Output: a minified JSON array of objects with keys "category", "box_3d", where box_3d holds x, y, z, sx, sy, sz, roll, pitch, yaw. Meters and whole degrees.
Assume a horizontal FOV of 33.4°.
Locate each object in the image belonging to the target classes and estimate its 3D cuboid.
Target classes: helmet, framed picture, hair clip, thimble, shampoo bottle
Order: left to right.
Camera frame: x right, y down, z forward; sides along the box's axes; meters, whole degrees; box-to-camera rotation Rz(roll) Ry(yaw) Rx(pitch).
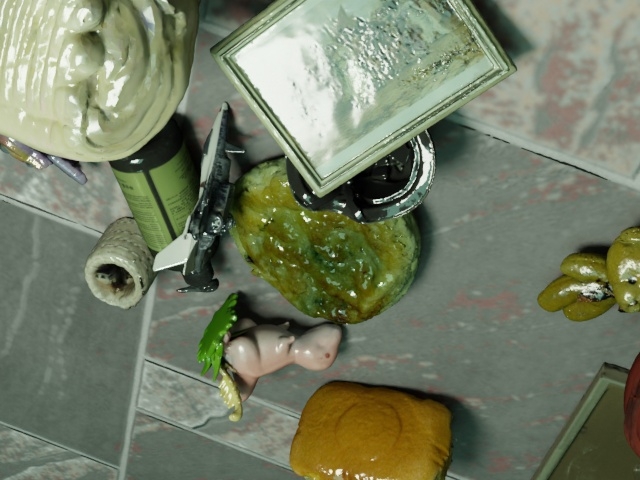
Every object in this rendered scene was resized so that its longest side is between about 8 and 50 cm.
[{"category":"hair clip","box_3d":[-0.422,-0.172,1.408,0.137,0.090,0.278,23,149,56]},{"category":"thimble","box_3d":[-0.284,0.034,1.550,0.102,0.090,0.115,14,136,9]},{"category":"shampoo bottle","box_3d":[-0.197,-0.033,1.439,0.101,0.101,0.284,1,134,21]},{"category":"framed picture","box_3d":[0.042,-0.194,1.152,0.274,0.017,0.217,-34,103,22]},{"category":"helmet","box_3d":[0.050,-0.107,1.256,0.177,0.107,0.153,11,112,5]},{"category":"framed picture","box_3d":[0.500,0.372,1.607,0.326,0.028,0.446,19,137,4]}]

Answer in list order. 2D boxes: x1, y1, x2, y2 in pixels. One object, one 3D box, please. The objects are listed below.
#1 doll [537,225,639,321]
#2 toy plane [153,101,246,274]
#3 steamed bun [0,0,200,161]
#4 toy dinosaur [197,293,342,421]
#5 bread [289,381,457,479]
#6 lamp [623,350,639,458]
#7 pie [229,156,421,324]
[{"category":"doll","box_3d":[0.362,0.062,1.310,0.137,0.097,0.209,30,142,-17]},{"category":"toy plane","box_3d":[-0.134,-0.052,1.348,0.082,0.160,0.234,25,97,7]},{"category":"steamed bun","box_3d":[-0.266,-0.284,1.124,0.352,0.247,0.339,27,122,20]},{"category":"toy dinosaur","box_3d":[-0.083,0.165,1.588,0.177,0.152,0.194,35,95,-13]},{"category":"bread","box_3d":[0.081,0.311,1.615,0.245,0.174,0.121,10,141,24]},{"category":"lamp","box_3d":[0.510,0.214,1.258,0.303,0.303,0.257,26,95,-3]},{"category":"pie","box_3d":[0.000,0.000,1.408,0.277,0.078,0.277,11,134,11]}]
